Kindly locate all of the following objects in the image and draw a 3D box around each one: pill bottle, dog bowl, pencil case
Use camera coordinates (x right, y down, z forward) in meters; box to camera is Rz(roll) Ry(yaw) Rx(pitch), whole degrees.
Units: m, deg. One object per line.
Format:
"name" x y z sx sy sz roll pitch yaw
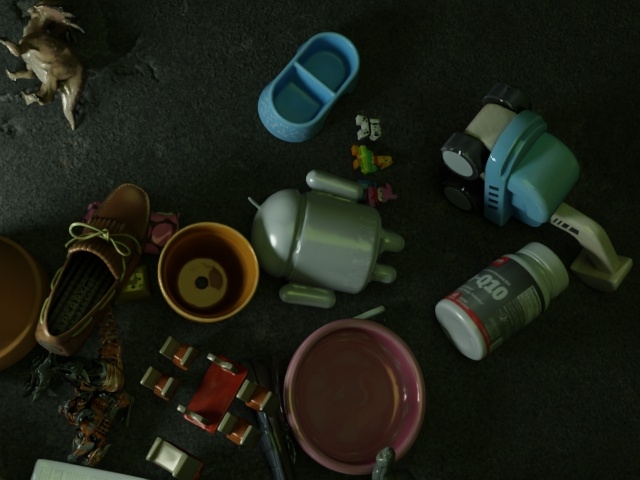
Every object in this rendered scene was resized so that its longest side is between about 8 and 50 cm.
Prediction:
"pill bottle" 0.419 0.133 1.964 0.283 0.161 0.161 -34 88 -17
"dog bowl" -0.019 -0.368 2.011 0.166 0.074 0.297 39 74 -3
"pencil case" -0.408 -0.028 1.848 0.209 0.095 0.098 8 108 -11

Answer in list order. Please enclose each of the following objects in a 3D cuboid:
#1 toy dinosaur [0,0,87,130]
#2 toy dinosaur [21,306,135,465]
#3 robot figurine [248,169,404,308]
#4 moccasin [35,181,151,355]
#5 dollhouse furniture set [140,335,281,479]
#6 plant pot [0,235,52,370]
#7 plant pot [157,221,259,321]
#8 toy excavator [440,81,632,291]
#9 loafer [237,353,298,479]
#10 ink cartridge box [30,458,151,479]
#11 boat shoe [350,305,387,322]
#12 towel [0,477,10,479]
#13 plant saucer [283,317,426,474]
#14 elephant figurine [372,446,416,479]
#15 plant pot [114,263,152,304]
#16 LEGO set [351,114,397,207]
"toy dinosaur" -0.578 -0.401 1.871 0.200 0.127 0.296 -35 94 -23
"toy dinosaur" -0.486 0.291 1.763 0.218 0.164 0.322 14 57 -24
"robot figurine" 0.000 0.000 1.875 0.353 0.200 0.300 12 94 -10
"moccasin" -0.446 0.041 1.695 0.139 0.147 0.380 31 63 -3
"dollhouse furniture set" -0.244 0.364 1.771 0.262 0.135 0.259 25 76 21
"plant pot" -0.697 0.104 1.661 0.290 0.203 0.291 -1 71 2
"plant pot" -0.243 0.080 1.812 0.205 0.188 0.205 3 78 -12
"toy excavator" 0.521 -0.090 1.981 0.445 0.433 0.222 34 71 25
"loafer" -0.090 0.389 1.832 0.095 0.109 0.303 -16 80 -19
"ink cartridge box" -0.413 0.626 1.700 0.384 0.091 0.308 15 67 -11
"boat shoe" 0.088 0.190 1.938 0.142 0.049 0.040 -22 85 -18
"towel" -0.773 0.591 1.661 0.324 0.056 0.312 15 76 -10
"plant saucer" 0.068 0.339 1.863 0.332 0.084 0.332 6 75 -22
"elephant figurine" 0.159 0.550 1.795 0.169 0.186 0.239 34 101 12
"plant pot" -0.403 0.089 1.828 0.081 0.083 0.081 -7 81 -13
"LEGO set" 0.133 -0.173 2.003 0.093 0.087 0.227 -1 73 -16
